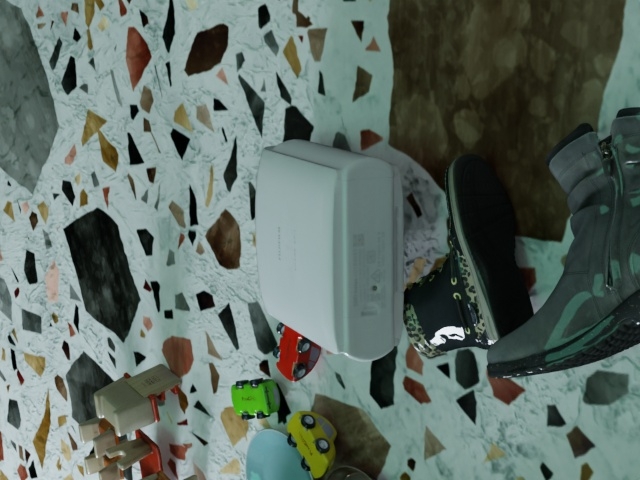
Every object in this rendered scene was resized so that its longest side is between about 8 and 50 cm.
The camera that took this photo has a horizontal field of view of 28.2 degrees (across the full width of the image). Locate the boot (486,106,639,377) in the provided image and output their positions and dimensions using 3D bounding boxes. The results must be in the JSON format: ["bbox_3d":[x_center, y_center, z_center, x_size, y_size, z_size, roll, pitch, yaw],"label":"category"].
[{"bbox_3d":[0.287,0.006,1.361,0.338,0.118,0.223,-32,70,40],"label":"boot"}]

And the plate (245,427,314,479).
[{"bbox_3d":[-0.054,0.378,1.959,0.188,0.024,0.188,17,112,49],"label":"plate"}]

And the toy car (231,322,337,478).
[{"bbox_3d":[-0.056,0.230,1.899,0.225,0.053,0.239,-11,90,54],"label":"toy car"}]

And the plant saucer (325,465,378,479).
[{"bbox_3d":[0.062,0.399,1.807,0.168,0.029,0.169,16,111,50],"label":"plant saucer"}]

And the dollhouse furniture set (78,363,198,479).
[{"bbox_3d":[-0.303,0.361,2.228,0.262,0.135,0.259,31,134,45],"label":"dollhouse furniture set"}]

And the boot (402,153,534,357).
[{"bbox_3d":[0.157,0.028,1.541,0.178,0.085,0.236,-20,84,55],"label":"boot"}]

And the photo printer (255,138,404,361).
[{"bbox_3d":[0.000,0.000,1.678,0.307,0.107,0.256,-156,63,-64],"label":"photo printer"}]
